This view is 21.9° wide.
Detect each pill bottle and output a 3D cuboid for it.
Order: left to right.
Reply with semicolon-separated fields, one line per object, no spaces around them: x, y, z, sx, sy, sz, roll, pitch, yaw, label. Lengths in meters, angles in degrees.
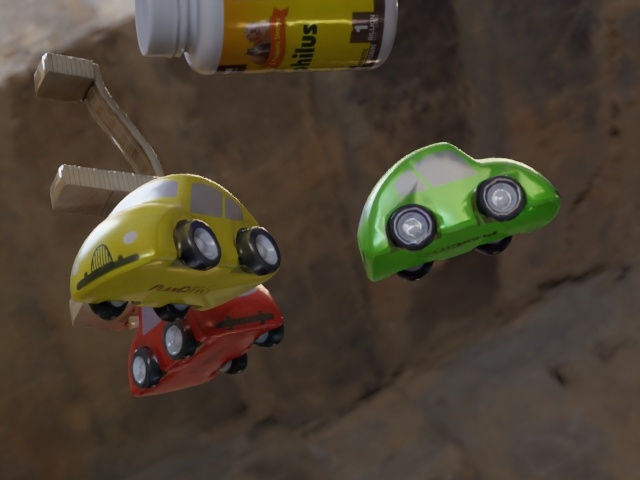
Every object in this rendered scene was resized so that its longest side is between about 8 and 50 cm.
-0.049;-0.203;1.436;0.117;0.215;0.117;177;90;-75;pill bottle

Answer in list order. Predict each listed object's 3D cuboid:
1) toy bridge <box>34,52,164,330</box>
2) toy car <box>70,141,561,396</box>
-0.116;-0.026;0.918;0.026;0.063;0.188;-56;38;41;toy bridge
0.000;0.000;0.780;0.239;0.225;0.053;84;167;-74;toy car
